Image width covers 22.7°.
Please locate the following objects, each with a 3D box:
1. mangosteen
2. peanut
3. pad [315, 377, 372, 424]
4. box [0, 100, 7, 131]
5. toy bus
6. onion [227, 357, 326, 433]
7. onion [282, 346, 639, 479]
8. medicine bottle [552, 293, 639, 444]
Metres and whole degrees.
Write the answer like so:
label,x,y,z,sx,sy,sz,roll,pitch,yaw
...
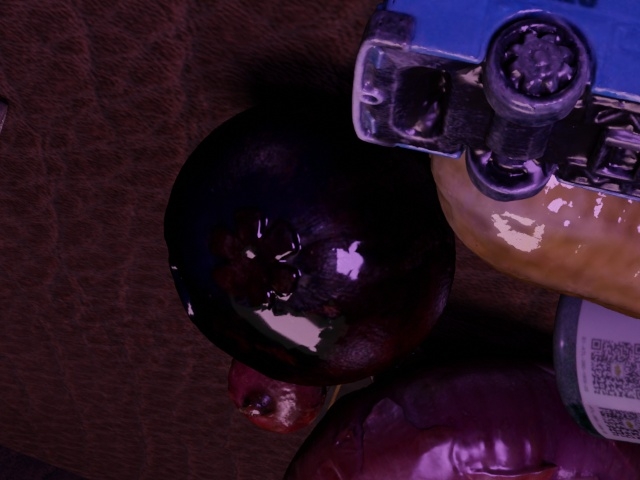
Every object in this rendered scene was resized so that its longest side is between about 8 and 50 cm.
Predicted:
label,x,y,z,sx,sy,sz,roll,pitch,yaw
mangosteen,0.000,0.000,1.060,0.194,0.194,0.230,16,-172,14
peanut,0.154,-0.026,0.885,0.224,0.129,0.129,27,161,-18
pad,0.081,0.224,1.757,0.315,0.063,0.375,20,161,2
box,-0.301,-0.102,1.266,0.098,0.045,0.062,26,161,-13
toy bus,0.140,-0.085,0.715,0.234,0.133,0.116,14,161,4
onion,-0.047,0.149,1.626,0.107,0.097,0.107,20,134,22
onion,0.112,0.209,1.435,0.348,0.285,0.347,-13,144,-10
medicine bottle,0.298,0.071,0.975,0.293,0.141,0.141,5,156,40
